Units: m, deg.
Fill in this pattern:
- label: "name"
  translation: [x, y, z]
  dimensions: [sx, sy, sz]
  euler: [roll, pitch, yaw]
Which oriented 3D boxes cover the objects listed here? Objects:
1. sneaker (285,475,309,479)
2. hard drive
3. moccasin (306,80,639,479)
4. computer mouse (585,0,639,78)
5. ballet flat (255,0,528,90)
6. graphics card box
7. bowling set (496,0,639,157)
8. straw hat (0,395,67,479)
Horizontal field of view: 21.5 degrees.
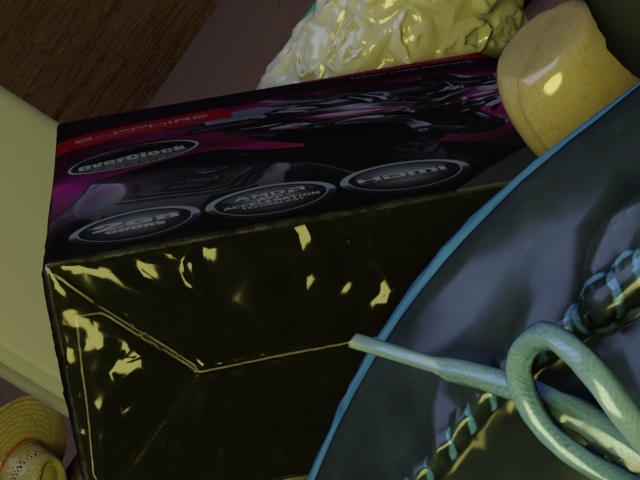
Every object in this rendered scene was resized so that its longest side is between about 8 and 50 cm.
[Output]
- label: "sneaker"
  translation: [-0.037, 0.144, 0.720]
  dimensions: [0.111, 0.129, 0.297]
  euler: [-49, 16, 27]
- label: "hard drive"
  translation: [-0.221, 0.009, 1.326]
  dimensions: [0.040, 0.307, 0.203]
  euler: [-37, 24, 57]
- label: "moccasin"
  translation: [0.103, 0.013, 0.362]
  dimensions: [0.342, 0.137, 0.117]
  euler: [-54, 15, 14]
- label: "computer mouse"
  translation: [0.107, -0.138, 0.390]
  dimensions: [0.188, 0.072, 0.272]
  euler: [-25, 30, 34]
- label: "ballet flat"
  translation: [0.000, 0.000, 0.996]
  dimensions: [0.409, 0.147, 0.147]
  euler: [-53, 13, 36]
- label: "graphics card box"
  translation: [0.005, -0.006, 0.713]
  dimensions: [0.371, 0.232, 0.094]
  euler: [-121, 22, -76]
- label: "bowling set"
  translation: [0.196, -0.098, 0.484]
  dimensions: [0.200, 0.154, 0.287]
  euler: [-7, 48, 50]
- label: "straw hat"
  translation: [-0.265, 0.219, 1.539]
  dimensions: [0.061, 0.144, 0.144]
  euler: [25, 80, 35]
